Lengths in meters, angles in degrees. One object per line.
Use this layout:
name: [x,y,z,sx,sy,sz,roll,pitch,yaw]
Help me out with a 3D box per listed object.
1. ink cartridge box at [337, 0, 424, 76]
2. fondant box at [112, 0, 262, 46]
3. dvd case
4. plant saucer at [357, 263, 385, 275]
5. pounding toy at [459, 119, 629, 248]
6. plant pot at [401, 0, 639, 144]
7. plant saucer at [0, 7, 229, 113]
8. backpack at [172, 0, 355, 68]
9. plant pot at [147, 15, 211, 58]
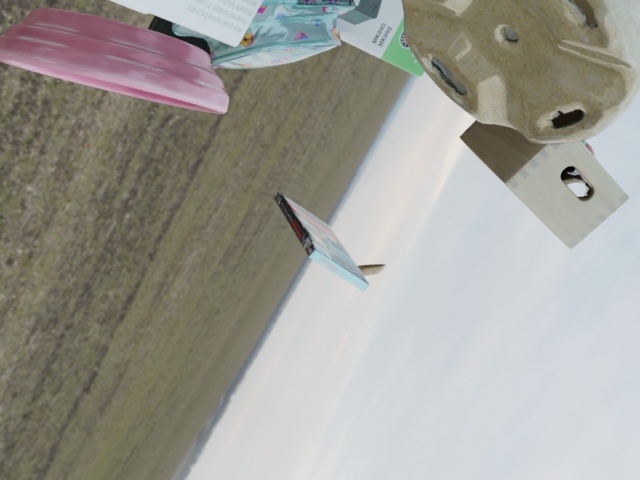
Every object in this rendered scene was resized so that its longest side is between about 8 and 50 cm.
ink cartridge box: [0.057,-0.388,0.992,0.121,0.289,0.211,-91,-154,-58]
fondant box: [-0.061,-0.295,0.395,0.330,0.096,0.238,-58,158,16]
dvd case: [0.000,0.000,0.772,0.013,0.087,0.119,-48,-142,11]
plant saucer: [0.077,0.054,1.301,0.083,0.083,0.015,-56,141,-86]
pounding toy: [0.253,-0.089,0.827,0.094,0.181,0.206,-45,-150,14]
plant pot: [0.241,-0.262,0.634,0.305,0.334,0.334,-49,176,-18]
plant saucer: [-0.292,-0.260,1.047,0.332,0.332,0.084,-57,161,-85]
backpack: [-0.074,-0.264,0.795,0.188,0.165,0.144,-5,94,-45]
plant pot: [-0.295,-0.488,1.687,0.167,0.188,0.187,-42,-168,4]
